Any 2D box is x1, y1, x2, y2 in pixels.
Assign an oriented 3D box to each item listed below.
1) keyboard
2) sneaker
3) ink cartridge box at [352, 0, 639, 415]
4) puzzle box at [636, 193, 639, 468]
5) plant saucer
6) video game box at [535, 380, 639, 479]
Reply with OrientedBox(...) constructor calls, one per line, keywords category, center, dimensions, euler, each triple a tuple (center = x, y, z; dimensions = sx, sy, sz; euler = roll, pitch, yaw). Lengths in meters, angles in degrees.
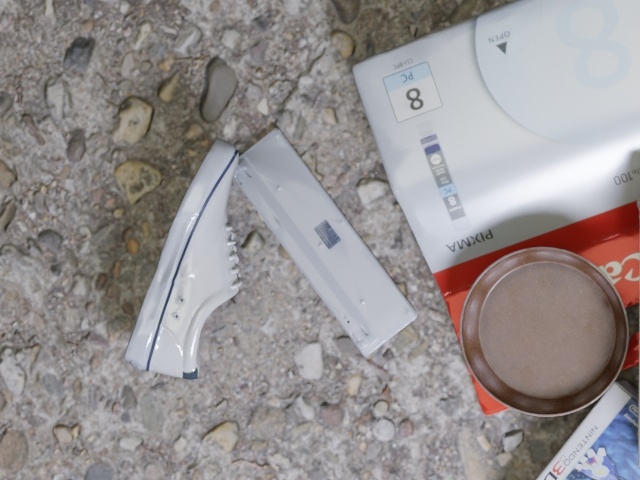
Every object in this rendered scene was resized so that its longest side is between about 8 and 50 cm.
OrientedBox(category="keyboard", center=(0.000, 0.000, 1.829), dimensions=(0.072, 0.014, 0.256), euler=(-37, 79, 2))
OrientedBox(category="sneaker", center=(-0.124, 0.023, 1.825), dimensions=(0.091, 0.094, 0.258), euler=(20, 94, -4))
OrientedBox(category="ink cartridge box", center=(0.237, -0.052, 1.739), dimensions=(0.308, 0.091, 0.385), euler=(-20, 80, 11))
OrientedBox(category="puzzle box", center=(0.501, 0.084, 1.615), dimensions=(0.409, 0.052, 0.272), euler=(1, 79, 12))
OrientedBox(category="plant saucer", center=(0.223, 0.090, 1.716), dimensions=(0.168, 0.029, 0.168), euler=(1, 93, 18))
OrientedBox(category="video game box", center=(0.311, 0.271, 1.689), dimensions=(0.205, 0.048, 0.187), euler=(41, 105, 22))
